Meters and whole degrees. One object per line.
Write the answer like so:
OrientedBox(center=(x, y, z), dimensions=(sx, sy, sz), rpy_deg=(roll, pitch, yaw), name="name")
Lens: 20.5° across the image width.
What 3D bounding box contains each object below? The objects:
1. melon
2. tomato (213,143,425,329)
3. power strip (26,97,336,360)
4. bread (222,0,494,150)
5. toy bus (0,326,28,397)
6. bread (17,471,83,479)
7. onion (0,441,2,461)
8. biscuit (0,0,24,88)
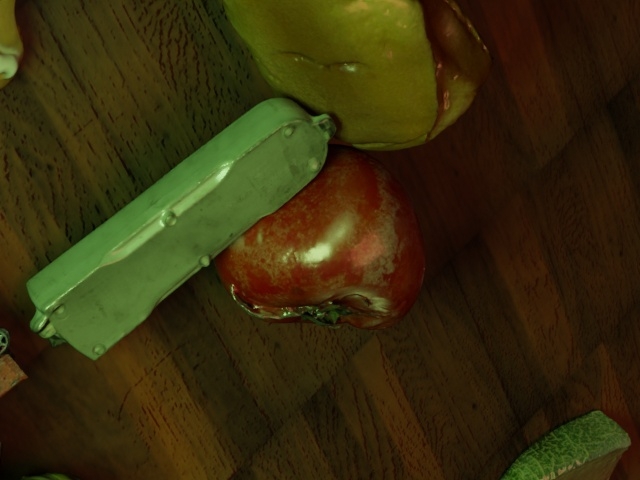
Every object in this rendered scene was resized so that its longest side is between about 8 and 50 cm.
OrientedBox(center=(0.250, 0.251, 1.905), dimensions=(0.182, 0.054, 0.098), rpy_deg=(-10, 128, -40), name="melon")
OrientedBox(center=(0.000, 0.000, 1.497), dimensions=(0.187, 0.187, 0.151), rpy_deg=(16, 61, -45), name="tomato")
OrientedBox(center=(-0.108, -0.014, 1.401), dimensions=(0.286, 0.048, 0.080), rpy_deg=(-39, 137, -1), name="power strip")
OrientedBox(center=(-0.005, -0.215, 1.379), dimensions=(0.149, 0.195, 0.344), rpy_deg=(-51, 131, -23), name="bread")
OrientedBox(center=(-0.294, 0.050, 1.304), dimensions=(0.077, 0.065, 0.192), rpy_deg=(-40, 130, -10), name="toy bus")
OrientedBox(center=(-0.208, 0.245, 1.443), dimensions=(0.094, 0.083, 0.157), rpy_deg=(-43, 131, -26), name="bread")
OrientedBox(center=(-0.383, 0.133, 1.195), dimensions=(0.314, 0.146, 0.280), rpy_deg=(-22, 116, -43), name="onion")
OrientedBox(center=(-0.248, -0.277, 1.229), dimensions=(0.216, 0.047, 0.340), rpy_deg=(16, 95, -46), name="biscuit")
